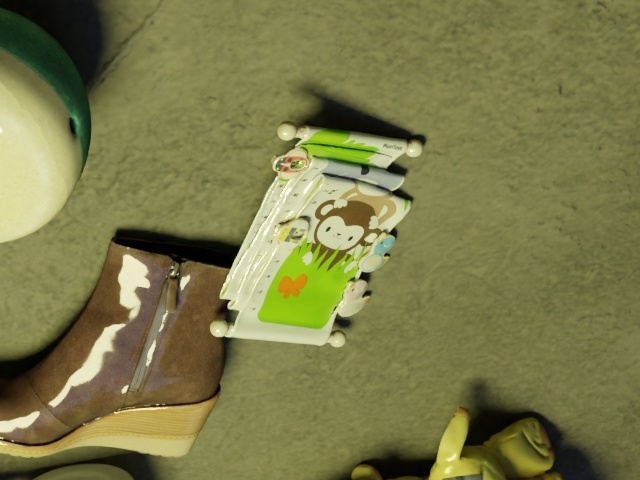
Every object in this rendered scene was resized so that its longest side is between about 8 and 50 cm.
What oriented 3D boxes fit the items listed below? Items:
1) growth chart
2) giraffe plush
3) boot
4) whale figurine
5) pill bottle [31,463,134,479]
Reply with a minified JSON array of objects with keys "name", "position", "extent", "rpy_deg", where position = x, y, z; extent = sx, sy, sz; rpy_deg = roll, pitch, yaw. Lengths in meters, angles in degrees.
[{"name":"growth chart","position":[0.000,0.000,1.335],"extent":[0.172,0.021,0.237],"rpy_deg":[0,127,-34]},{"name":"giraffe plush","position":[0.126,0.271,1.536],"extent":[0.210,0.181,0.170],"rpy_deg":[23,143,-40]},{"name":"boot","position":[-0.202,0.086,1.365],"extent":[0.248,0.090,0.207],"rpy_deg":[7,115,-16]},{"name":"whale figurine","position":[-0.299,-0.096,1.165],"extent":[0.272,0.141,0.216],"rpy_deg":[0,133,20]},{"name":"pill bottle","position":[-0.216,0.334,1.480],"extent":[0.121,0.121,0.221],"rpy_deg":[-9,109,-5]}]
